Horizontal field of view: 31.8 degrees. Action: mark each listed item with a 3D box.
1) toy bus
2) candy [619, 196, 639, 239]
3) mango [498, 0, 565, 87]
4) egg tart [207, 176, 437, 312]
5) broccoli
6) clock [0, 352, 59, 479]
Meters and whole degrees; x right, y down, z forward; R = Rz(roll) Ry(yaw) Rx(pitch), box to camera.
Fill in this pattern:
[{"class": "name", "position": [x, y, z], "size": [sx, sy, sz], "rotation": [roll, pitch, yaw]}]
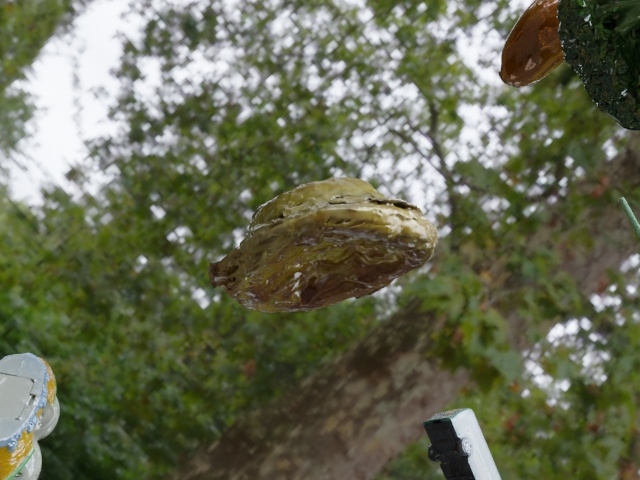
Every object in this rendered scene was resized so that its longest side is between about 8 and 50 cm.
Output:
[{"class": "toy bus", "position": [0.295, 0.459, 2.229], "size": [0.091, 0.109, 0.261], "rotation": [-17, -83, 41]}, {"class": "candy", "position": [0.466, 0.035, 1.554], "size": [0.084, 0.078, 0.287], "rotation": [51, 18, -37]}, {"class": "mango", "position": [0.316, -0.283, 1.589], "size": [0.084, 0.159, 0.105], "rotation": [38, 14, 28]}, {"class": "egg tart", "position": [0.004, -0.001, 1.647], "size": [0.341, 0.341, 0.129], "rotation": [116, -36, -66]}, {"class": "broccoli", "position": [0.376, -0.246, 1.115], "size": [0.308, 0.308, 0.275], "rotation": [50, -35, -7]}, {"class": "clock", "position": [-0.386, 0.232, 1.399], "size": [0.103, 0.231, 0.144], "rotation": [14, -49, -1]}]
